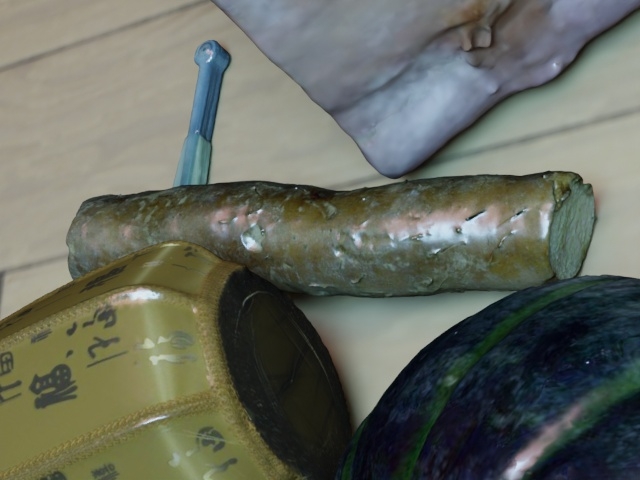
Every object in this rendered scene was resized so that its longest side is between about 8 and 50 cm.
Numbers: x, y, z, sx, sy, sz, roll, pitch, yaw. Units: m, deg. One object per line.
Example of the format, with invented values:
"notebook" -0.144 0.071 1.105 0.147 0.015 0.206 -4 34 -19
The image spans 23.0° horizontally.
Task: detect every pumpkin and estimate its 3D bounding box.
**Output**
"pumpkin" 0.113 0.136 0.511 0.250 0.216 0.250 -27 59 57

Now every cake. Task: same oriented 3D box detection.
"cake" 0.013 -0.224 0.743 0.230 0.237 0.309 -37 48 8

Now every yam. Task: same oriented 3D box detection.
"yam" 0.000 0.000 0.727 0.252 0.061 0.061 -2 64 26

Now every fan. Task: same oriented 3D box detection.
"fan" -0.072 -0.020 0.822 0.038 0.016 0.193 -8 61 31

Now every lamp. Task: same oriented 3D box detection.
"lamp" -0.089 0.095 0.682 0.185 0.161 0.161 -28 53 21
